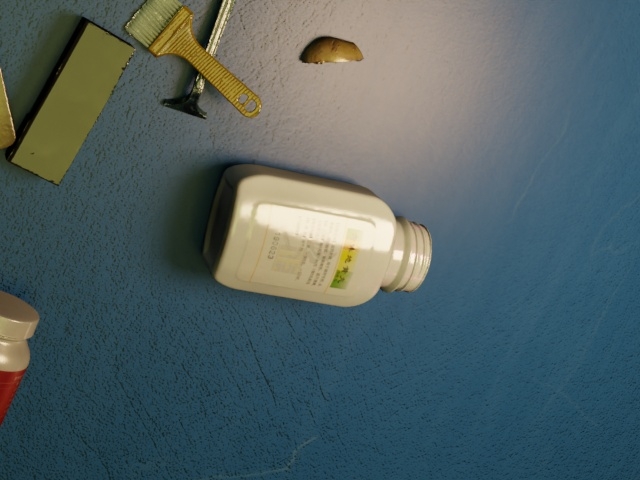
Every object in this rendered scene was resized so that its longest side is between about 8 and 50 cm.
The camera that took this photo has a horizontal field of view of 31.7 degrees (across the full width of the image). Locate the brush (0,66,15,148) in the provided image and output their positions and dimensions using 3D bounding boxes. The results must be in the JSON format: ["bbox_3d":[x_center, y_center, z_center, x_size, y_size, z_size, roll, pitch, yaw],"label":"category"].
[{"bbox_3d":[-0.477,-0.210,1.468,0.123,0.059,0.197,-12,111,-12],"label":"brush"}]

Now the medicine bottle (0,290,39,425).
[{"bbox_3d":[-0.489,0.197,1.564,0.131,0.131,0.250,22,101,-24],"label":"medicine bottle"}]

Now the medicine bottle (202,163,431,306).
[{"bbox_3d":[0.000,0.000,1.671,0.324,0.124,0.179,10,105,-20],"label":"medicine bottle"}]

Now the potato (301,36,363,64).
[{"bbox_3d":[0.021,-0.276,1.629,0.093,0.037,0.036,-7,106,-16],"label":"potato"}]

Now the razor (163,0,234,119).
[{"bbox_3d":[-0.154,-0.264,1.575,0.066,0.033,0.190,18,101,-24],"label":"razor"}]

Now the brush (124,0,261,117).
[{"bbox_3d":[-0.165,-0.250,1.557,0.218,0.010,0.082,41,92,-9],"label":"brush"}]

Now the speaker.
[{"bbox_3d":[-0.341,-0.189,1.530,0.082,0.044,0.218,27,97,-25],"label":"speaker"}]
